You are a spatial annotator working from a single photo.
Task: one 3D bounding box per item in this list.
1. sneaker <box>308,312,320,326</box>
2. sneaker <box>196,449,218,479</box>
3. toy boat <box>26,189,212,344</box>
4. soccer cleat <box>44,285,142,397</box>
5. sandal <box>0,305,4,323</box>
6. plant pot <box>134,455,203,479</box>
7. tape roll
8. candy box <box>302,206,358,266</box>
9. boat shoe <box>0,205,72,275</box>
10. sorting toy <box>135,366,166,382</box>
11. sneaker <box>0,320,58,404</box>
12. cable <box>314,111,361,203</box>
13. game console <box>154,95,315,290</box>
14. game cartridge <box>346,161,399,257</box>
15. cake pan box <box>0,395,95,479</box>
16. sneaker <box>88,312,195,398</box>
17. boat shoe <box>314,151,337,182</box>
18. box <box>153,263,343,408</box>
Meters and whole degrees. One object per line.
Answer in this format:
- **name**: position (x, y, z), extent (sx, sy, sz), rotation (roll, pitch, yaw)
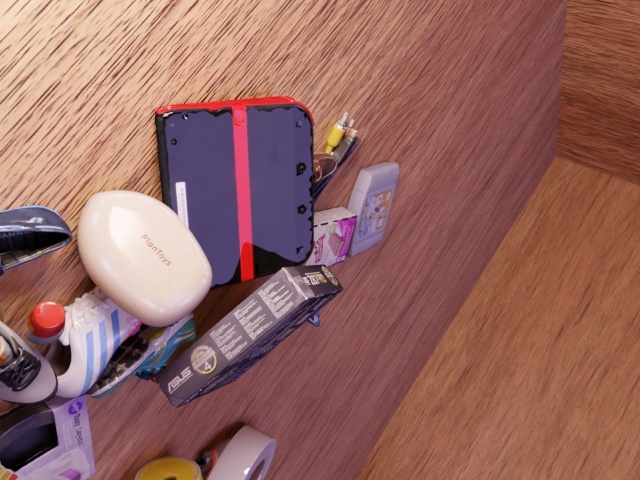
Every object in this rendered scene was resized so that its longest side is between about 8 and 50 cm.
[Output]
- **sneaker**: position (-0.027, 0.227, 1.818), extent (0.059, 0.053, 0.144), rotation (-56, 151, -14)
- **sneaker**: position (-0.356, 0.680, 1.693), extent (0.065, 0.061, 0.158), rotation (18, 97, -35)
- **toy boat**: position (-0.365, 0.063, 1.010), extent (0.318, 0.267, 0.148), rotation (-39, -175, -32)
- **soccer cleat**: position (-0.411, 0.140, 1.082), extent (0.331, 0.116, 0.143), rotation (-60, 141, -9)
- **sandal**: position (-0.569, 0.183, 0.944), extent (0.072, 0.049, 0.180), rotation (24, 79, -58)
- **plant pot**: position (-0.384, 0.703, 1.483), extent (0.254, 0.254, 0.239), rotation (-17, 114, -52)
- **tape roll**: position (-0.245, 0.713, 1.766), extent (0.286, 0.100, 0.286), rotation (-58, 163, -30)
- **candy box**: position (0.000, 0.000, 1.650), extent (0.233, 0.071, 0.159), rotation (-16, 127, -51)
- **boat shoe**: position (-0.497, 0.007, 0.859), extent (0.258, 0.089, 0.109), rotation (-33, 139, -41)
- **sorting toy**: position (-0.393, 0.286, 1.316), extent (0.061, 0.042, 0.102), rotation (-60, 142, -36)
- **sneaker**: position (-0.500, 0.188, 0.903), extent (0.100, 0.108, 0.271), rotation (-56, 145, -27)
- **cable**: position (0.016, -0.203, 1.552), extent (0.287, 0.072, 0.139), rotation (-55, 167, 13)
- **game console**: position (-0.162, -0.094, 1.201), extent (0.342, 0.060, 0.386), rotation (-12, 113, -30)
- **game cartridge**: position (0.153, -0.094, 1.833), extent (0.198, 0.062, 0.297), rotation (-28, 136, -51)
- **cake pan box**: position (-0.568, 0.424, 1.121), extent (0.246, 0.070, 0.267), rotation (-29, 137, -47)
- **sneaker**: position (-0.369, 0.244, 1.226), extent (0.275, 0.107, 0.110), rotation (-37, 132, -36)
- **boat shoe**: position (-0.035, -0.162, 1.417), extent (0.207, 0.073, 0.073), rotation (-23, 125, -32)
- **box**: position (-0.150, 0.213, 1.357), extent (0.395, 0.097, 0.318), rotation (-41, 170, 12)
